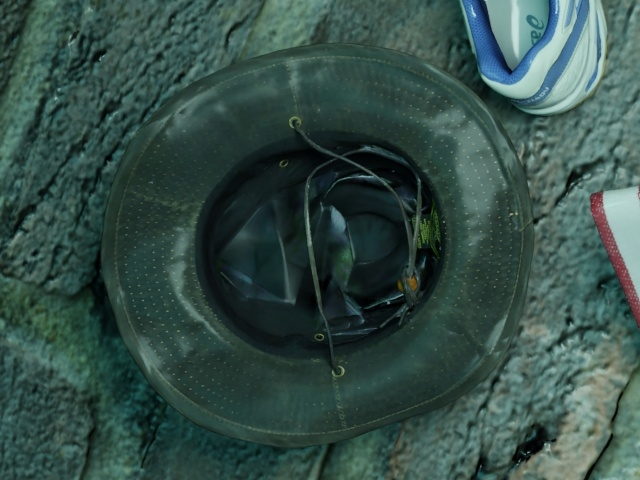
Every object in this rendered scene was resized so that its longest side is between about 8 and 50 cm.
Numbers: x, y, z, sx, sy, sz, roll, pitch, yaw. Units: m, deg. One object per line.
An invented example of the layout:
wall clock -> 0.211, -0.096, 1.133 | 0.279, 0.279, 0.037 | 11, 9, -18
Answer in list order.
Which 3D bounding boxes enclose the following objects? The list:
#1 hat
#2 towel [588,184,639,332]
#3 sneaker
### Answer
hat -> 0.000, 0.000, 1.495 | 0.331, 0.134, 0.331 | 0, 93, 4
towel -> 0.375, 0.030, 1.315 | 0.329, 0.037, 0.237 | -11, 127, 23
sneaker -> 0.149, -0.244, 1.432 | 0.112, 0.131, 0.296 | -14, 84, 24
